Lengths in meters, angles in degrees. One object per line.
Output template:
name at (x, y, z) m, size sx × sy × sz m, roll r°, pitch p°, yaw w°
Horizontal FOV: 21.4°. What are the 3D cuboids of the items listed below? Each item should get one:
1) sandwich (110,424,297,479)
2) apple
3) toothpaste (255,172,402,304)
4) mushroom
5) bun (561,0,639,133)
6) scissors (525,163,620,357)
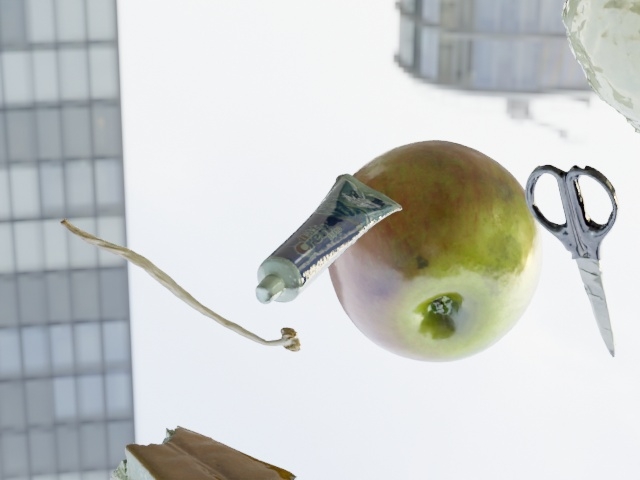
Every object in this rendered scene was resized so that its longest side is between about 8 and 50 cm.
sandwich at (-0.164, 0.336, 1.951) m, size 0.198 × 0.155 × 0.227 m, roll 22°, pitch -159°, yaw 9°
apple at (0.173, 0.023, 2.568) m, size 0.340 × 0.339 × 0.339 m, roll 0°, pitch -156°, yaw 0°
toothpaste at (0.001, 0.000, 1.717) m, size 0.069 × 0.047 × 0.268 m, roll 0°, pitch -157°, yaw 27°
mushroom at (-0.147, 0.051, 1.777) m, size 0.286 × 0.028 × 0.026 m, roll 26°, pitch 159°, yaw -9°
bun at (0.385, -0.241, 1.585) m, size 0.349 × 0.352 × 0.227 m, roll 36°, pitch 173°, yaw -23°
scissors at (0.313, 0.028, 1.966) m, size 0.109 × 0.300 × 0.022 m, roll 3°, pitch -135°, yaw 29°
